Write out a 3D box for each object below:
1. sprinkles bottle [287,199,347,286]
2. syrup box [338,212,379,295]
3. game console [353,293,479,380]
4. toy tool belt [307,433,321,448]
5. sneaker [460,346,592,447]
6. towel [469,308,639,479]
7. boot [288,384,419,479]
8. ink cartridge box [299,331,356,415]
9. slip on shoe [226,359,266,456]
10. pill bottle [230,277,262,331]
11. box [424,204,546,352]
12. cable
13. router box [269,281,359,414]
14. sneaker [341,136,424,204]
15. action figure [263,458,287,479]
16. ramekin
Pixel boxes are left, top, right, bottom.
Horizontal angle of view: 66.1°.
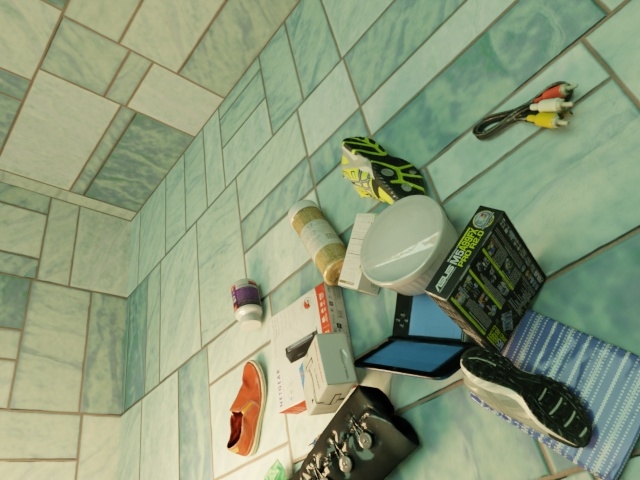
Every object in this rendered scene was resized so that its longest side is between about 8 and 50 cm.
[{"bbox_3d":[0.000,0.000,1.672,0.121,0.121,0.355,-54,40,20],"label":"sprinkles bottle"},{"bbox_3d":[0.143,0.040,1.501,0.096,0.093,0.237,7,80,52],"label":"syrup box"},{"bbox_3d":[0.250,0.213,1.228,0.293,0.173,0.250,-7,69,49],"label":"game console"},{"bbox_3d":[0.005,0.599,1.456,0.083,0.051,0.052,-35,50,37],"label":"toy tool belt"},{"bbox_3d":[0.411,0.322,1.000,0.100,0.108,0.271,-35,45,-27],"label":"sneaker"},{"bbox_3d":[0.488,0.298,1.017,0.336,0.040,0.243,25,92,51],"label":"towel"},{"bbox_3d":[0.101,0.653,1.255,0.367,0.146,0.445,42,95,29],"label":"boot"},{"bbox_3d":[0.015,0.360,1.327,0.203,0.086,0.148,110,153,-46],"label":"ink cartridge box"},{"bbox_3d":[-0.268,0.593,1.758,0.123,0.101,0.331,-18,59,48],"label":"slip on shoe"},{"bbox_3d":[-0.286,0.254,1.923,0.108,0.108,0.193,-45,43,29],"label":"pill bottle"},{"bbox_3d":[0.355,0.090,1.032,0.216,0.270,0.060,-55,38,-8],"label":"box"},{"bbox_3d":[0.507,-0.331,1.236,0.287,0.072,0.139,7,75,52],"label":"cable"},{"bbox_3d":[-0.034,0.352,1.589,0.301,0.082,0.335,-38,48,35],"label":"router box"},{"bbox_3d":[0.191,-0.188,1.542,0.384,0.145,0.147,-126,33,-45],"label":"sneaker"},{"bbox_3d":[-0.098,0.799,1.486,0.232,0.063,0.137,39,104,44],"label":"action figure"},{"bbox_3d":[0.245,0.024,1.317,0.273,0.127,0.273,-32,39,29],"label":"ramekin"}]
